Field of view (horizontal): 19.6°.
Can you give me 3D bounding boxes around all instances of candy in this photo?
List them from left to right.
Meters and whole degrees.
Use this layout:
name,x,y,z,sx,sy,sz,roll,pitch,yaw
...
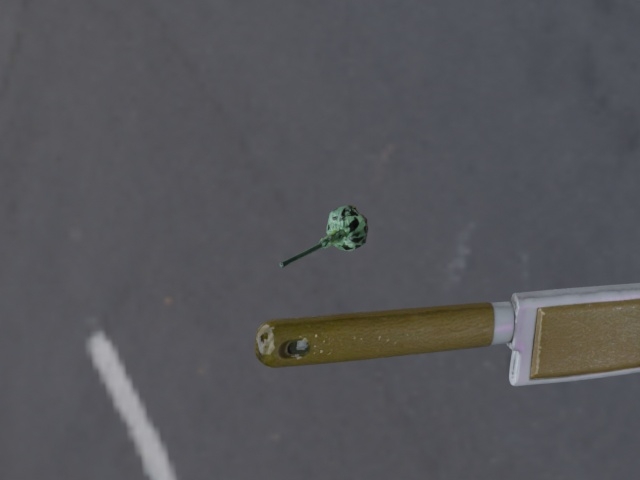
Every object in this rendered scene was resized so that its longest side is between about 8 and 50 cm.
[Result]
name,x,y,z,sx,sy,sz,roll,pitch,yaw
candy,0.000,0.000,1.005,0.023,0.083,0.025,26,116,25

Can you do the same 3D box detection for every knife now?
name,x,y,z,sx,sy,sz,roll,pitch,yaw
knife,0.094,0.042,0.819,0.022,0.256,0.046,-125,35,-62
